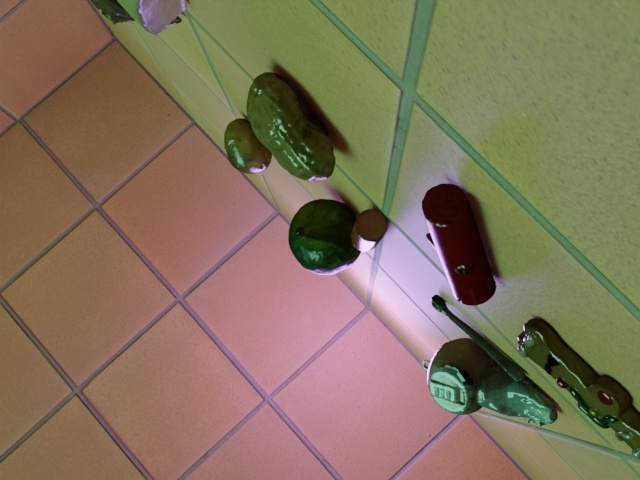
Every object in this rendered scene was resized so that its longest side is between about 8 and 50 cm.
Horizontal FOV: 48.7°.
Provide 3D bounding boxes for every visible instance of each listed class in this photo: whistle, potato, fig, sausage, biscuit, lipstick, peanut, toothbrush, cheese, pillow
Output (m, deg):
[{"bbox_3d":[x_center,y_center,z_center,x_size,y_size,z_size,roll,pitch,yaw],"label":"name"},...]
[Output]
[{"bbox_3d":[0.393,0.331,1.644,0.348,0.189,0.189,14,154,38],"label":"whistle"},{"bbox_3d":[-0.224,-0.276,2.116,0.176,0.137,0.137,52,174,-19],"label":"potato"},{"bbox_3d":[0.000,0.000,1.772,0.203,0.203,0.235,47,-163,4],"label":"fig"},{"bbox_3d":[0.108,-0.016,1.637,0.074,0.074,0.274,47,176,5],"label":"sausage"},{"bbox_3d":[0.430,0.246,1.123,0.301,0.049,0.197,44,176,23],"label":"biscuit"},{"bbox_3d":[0.211,0.017,1.059,0.073,0.073,0.279,44,174,35],"label":"lipstick"},{"bbox_3d":[-0.060,-0.212,1.342,0.233,0.110,0.197,48,175,-25],"label":"peanut"},{"bbox_3d":[0.355,0.219,1.613,0.297,0.030,0.030,44,164,38],"label":"toothbrush"},{"bbox_3d":[-0.399,-0.566,1.407,0.265,0.124,0.242,47,172,-4],"label":"cheese"},{"bbox_3d":[-0.421,-0.541,1.585,0.135,0.049,0.248,53,-146,8],"label":"pillow"}]

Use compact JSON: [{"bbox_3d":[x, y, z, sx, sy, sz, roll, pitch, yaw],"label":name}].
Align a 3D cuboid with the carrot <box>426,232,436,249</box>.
[{"bbox_3d":[0.210,0.009,1.214,0.035,0.035,0.142,49,179,-13],"label":"carrot"}]
